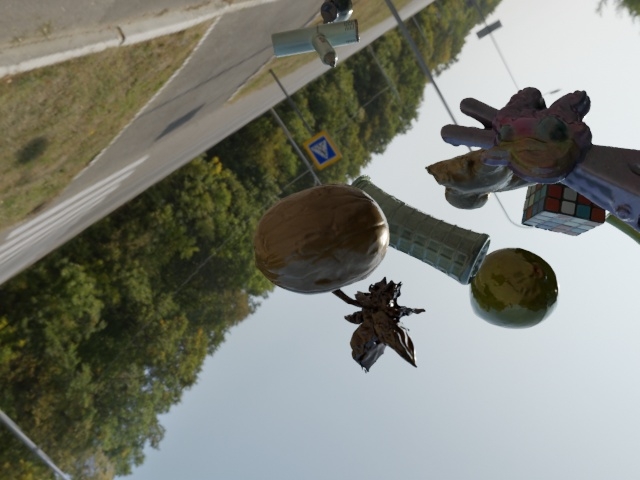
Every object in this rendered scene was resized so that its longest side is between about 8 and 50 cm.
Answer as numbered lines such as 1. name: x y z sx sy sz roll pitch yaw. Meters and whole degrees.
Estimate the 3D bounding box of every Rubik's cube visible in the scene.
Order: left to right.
1. Rubik's cube: 0.643 -0.111 1.233 0.154 0.154 0.151 83 20 -77

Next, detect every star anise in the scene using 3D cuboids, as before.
1. star anise: 0.102 0.183 1.137 0.238 0.346 0.148 -60 161 11

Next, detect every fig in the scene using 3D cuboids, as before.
1. fig: 0.479 0.123 1.170 0.207 0.207 0.230 -39 160 -9

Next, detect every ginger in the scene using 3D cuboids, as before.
1. ginger: 0.258 -0.100 0.647 0.213 0.133 0.059 -19 -117 11

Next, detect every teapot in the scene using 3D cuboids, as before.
1. teapot: 0.028 -0.507 1.041 0.057 0.066 0.088 -46 166 -40

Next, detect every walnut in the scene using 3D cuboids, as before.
1. walnut: 0.000 0.000 0.696 0.207 0.168 0.167 -18 -165 -4

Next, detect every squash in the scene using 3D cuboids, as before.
1. squash: 0.871 0.000 1.219 0.083 0.250 0.083 -38 161 -16

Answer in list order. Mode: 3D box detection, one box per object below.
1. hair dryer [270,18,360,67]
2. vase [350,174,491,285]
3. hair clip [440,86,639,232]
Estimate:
1. hair dryer: -0.012 -0.313 0.768 0.154 0.044 0.183 -7 -143 10
2. vase: 0.193 -0.020 0.977 0.298 0.143 0.143 27 -126 25
3. hair clip: 0.273 -0.094 0.498 0.137 0.278 0.090 -54 166 -15
